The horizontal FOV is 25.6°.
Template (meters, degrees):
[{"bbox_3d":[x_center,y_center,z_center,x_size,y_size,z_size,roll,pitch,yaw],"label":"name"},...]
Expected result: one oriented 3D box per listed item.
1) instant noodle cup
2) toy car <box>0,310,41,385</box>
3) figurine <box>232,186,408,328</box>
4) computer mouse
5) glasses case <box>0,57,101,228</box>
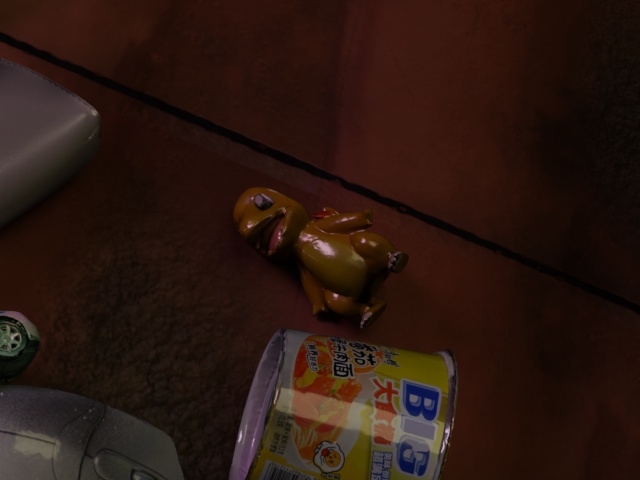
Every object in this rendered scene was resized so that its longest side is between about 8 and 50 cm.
[{"bbox_3d":[0.012,0.172,1.207,0.153,0.205,0.205,15,55,-9],"label":"instant noodle cup"},{"bbox_3d":[-0.336,0.097,1.123,0.224,0.090,0.076,-14,67,-34],"label":"toy car"},{"bbox_3d":[-0.001,-0.002,1.373,0.176,0.121,0.122,27,24,0],"label":"figurine"},{"bbox_3d":[-0.199,0.185,1.147,0.229,0.068,0.113,21,61,-21],"label":"computer mouse"},{"bbox_3d":[-0.336,-0.045,1.215,0.128,0.083,0.308,44,51,9],"label":"glasses case"}]
